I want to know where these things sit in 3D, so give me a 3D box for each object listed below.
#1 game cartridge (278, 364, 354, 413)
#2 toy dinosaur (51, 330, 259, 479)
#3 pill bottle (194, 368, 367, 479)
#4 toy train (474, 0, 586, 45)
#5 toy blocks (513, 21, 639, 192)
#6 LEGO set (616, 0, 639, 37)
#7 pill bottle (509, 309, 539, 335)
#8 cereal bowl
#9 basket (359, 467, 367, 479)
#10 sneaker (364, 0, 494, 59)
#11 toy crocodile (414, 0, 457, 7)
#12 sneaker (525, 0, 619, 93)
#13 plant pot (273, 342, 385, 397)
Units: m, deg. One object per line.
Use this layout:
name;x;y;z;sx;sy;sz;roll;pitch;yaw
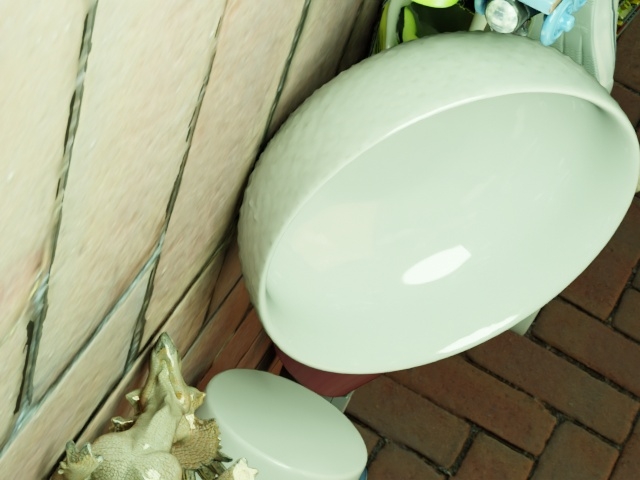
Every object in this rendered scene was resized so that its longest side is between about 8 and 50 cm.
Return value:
game cartridge;0.039;0.090;2.090;0.297;0.062;0.198;-63;-167;9
toy dinosaur;-0.153;0.214;1.159;0.295;0.127;0.200;-53;179;-12
pill bottle;-0.108;0.321;1.568;0.363;0.210;0.210;-63;173;21
toy train;0.173;-0.217;1.121;0.184;0.080;0.105;-45;156;-41
toy blocks;0.167;-0.148;1.794;0.288;0.260;0.309;-36;-151;15
LEGO set;0.285;-0.323;2.180;0.331;0.192;0.255;-46;-159;-9
pill bottle;0.197;0.008;2.243;0.161;0.283;0.161;-59;174;-10
cereal bowl;0.082;-0.046;1.298;0.339;0.141;0.339;-17;142;-14
basket;-0.048;0.361;2.131;0.255;0.201;0.289;-57;142;-19
sneaker;0.087;-0.151;1.415;0.147;0.145;0.384;-39;148;-55
toy crocodile;0.104;-0.267;1.149;0.340;0.105;0.115;-46;166;-48
sneaker;0.229;-0.199;1.364;0.091;0.094;0.258;-51;159;-28
plant pot;0.043;0.087;1.896;0.180;0.201;0.201;-46;-177;33
